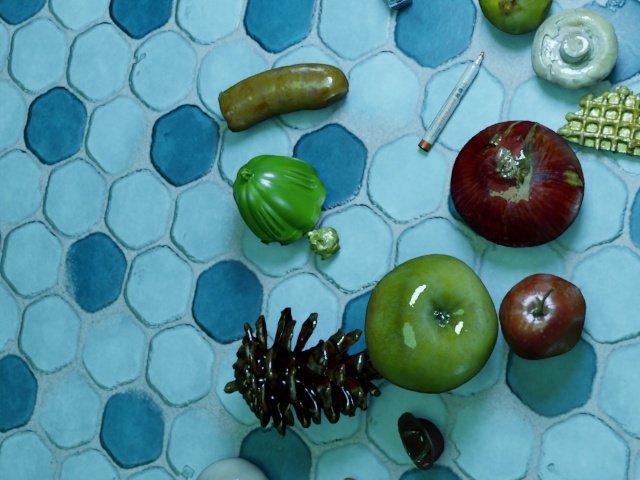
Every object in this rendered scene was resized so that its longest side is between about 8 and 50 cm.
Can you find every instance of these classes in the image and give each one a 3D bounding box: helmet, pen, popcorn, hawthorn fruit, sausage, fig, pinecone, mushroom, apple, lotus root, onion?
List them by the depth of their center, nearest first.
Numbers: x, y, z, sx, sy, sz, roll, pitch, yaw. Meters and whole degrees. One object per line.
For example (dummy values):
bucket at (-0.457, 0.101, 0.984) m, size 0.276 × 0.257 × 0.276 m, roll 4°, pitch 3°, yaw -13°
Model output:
hawthorn fruit at (0.381, 0.133, 1.577) m, size 0.162 × 0.203 × 0.163 m, roll -2°, pitch 84°, yaw 22°
apple at (0.199, 0.147, 1.618) m, size 0.260 × 0.194 × 0.261 m, roll 4°, pitch 75°, yaw -13°
mushroom at (0.455, -0.343, 1.628) m, size 0.154 × 0.122 × 0.154 m, roll 1°, pitch 94°, yaw 18°
onion at (0.350, -0.102, 1.638) m, size 0.248 × 0.161 × 0.248 m, roll 9°, pitch 106°, yaw 33°
fig at (0.361, -0.451, 1.673) m, size 0.136 × 0.121 × 0.153 m, roll -19°, pitch 57°, yaw 22°
helmet at (0.199, 0.368, 1.701) m, size 0.111 × 0.057 × 0.089 m, roll 65°, pitch 148°, yaw 16°
pinecone at (-0.032, 0.243, 1.702) m, size 0.309 × 0.244 × 0.244 m, roll -4°, pitch 85°, yaw 0°
pen at (0.255, -0.268, 1.742) m, size 0.026 × 0.026 × 0.218 m, roll 35°, pitch 97°, yaw 18°
lotus root at (-0.105, -0.099, 1.758) m, size 0.186 × 0.186 × 0.186 m, roll -1°, pitch 86°, yaw 19°
popcorn at (0.001, 0.000, 1.796) m, size 0.083 × 0.060 × 0.068 m, roll 21°, pitch 54°, yaw 12°
sausage at (-0.072, -0.295, 1.821) m, size 0.270 × 0.109 × 0.109 m, roll -10°, pitch 83°, yaw 19°

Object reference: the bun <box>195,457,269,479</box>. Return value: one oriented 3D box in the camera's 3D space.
bun at (-0.180, 0.520, 1.793) m, size 0.172 × 0.120 × 0.173 m, roll -1°, pitch 86°, yaw 17°

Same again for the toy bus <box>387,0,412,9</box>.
toy bus at (0.135, -0.532, 1.783) m, size 0.051 × 0.061 × 0.153 m, roll -21°, pitch 81°, yaw 15°

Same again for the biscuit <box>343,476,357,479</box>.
biscuit at (0.108, 0.542, 1.732) m, size 0.280 × 0.043 × 0.183 m, roll -10°, pitch 87°, yaw 14°

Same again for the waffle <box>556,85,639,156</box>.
waffle at (0.539, -0.192, 1.627) m, size 0.160 × 0.046 × 0.192 m, roll -44°, pitch 74°, yaw 9°
